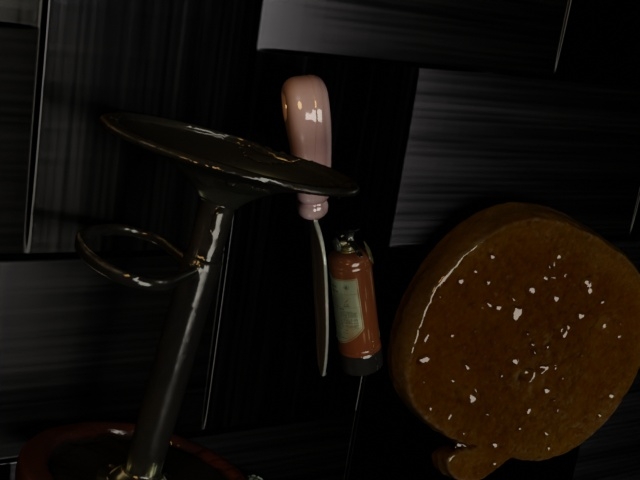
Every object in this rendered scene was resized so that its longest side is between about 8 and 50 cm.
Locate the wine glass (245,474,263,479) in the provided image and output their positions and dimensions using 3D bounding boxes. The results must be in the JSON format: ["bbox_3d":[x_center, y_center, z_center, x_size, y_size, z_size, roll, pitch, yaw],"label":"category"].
[{"bbox_3d":[-0.106,0.347,1.072,0.079,0.079,0.195,36,87,-37],"label":"wine glass"}]

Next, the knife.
[{"bbox_3d":[0.000,0.001,1.009,0.043,0.081,0.335,-9,115,-7],"label":"knife"}]

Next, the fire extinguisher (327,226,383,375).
[{"bbox_3d":[0.037,0.059,1.070,0.050,0.062,0.177,-15,118,-15],"label":"fire extinguisher"}]

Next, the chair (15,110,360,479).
[{"bbox_3d":[-0.126,0.110,0.878,0.227,0.226,0.400,8,103,-36],"label":"chair"}]

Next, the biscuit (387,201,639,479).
[{"bbox_3d":[0.237,0.132,1.227,0.394,0.070,0.350,32,90,-37],"label":"biscuit"}]
